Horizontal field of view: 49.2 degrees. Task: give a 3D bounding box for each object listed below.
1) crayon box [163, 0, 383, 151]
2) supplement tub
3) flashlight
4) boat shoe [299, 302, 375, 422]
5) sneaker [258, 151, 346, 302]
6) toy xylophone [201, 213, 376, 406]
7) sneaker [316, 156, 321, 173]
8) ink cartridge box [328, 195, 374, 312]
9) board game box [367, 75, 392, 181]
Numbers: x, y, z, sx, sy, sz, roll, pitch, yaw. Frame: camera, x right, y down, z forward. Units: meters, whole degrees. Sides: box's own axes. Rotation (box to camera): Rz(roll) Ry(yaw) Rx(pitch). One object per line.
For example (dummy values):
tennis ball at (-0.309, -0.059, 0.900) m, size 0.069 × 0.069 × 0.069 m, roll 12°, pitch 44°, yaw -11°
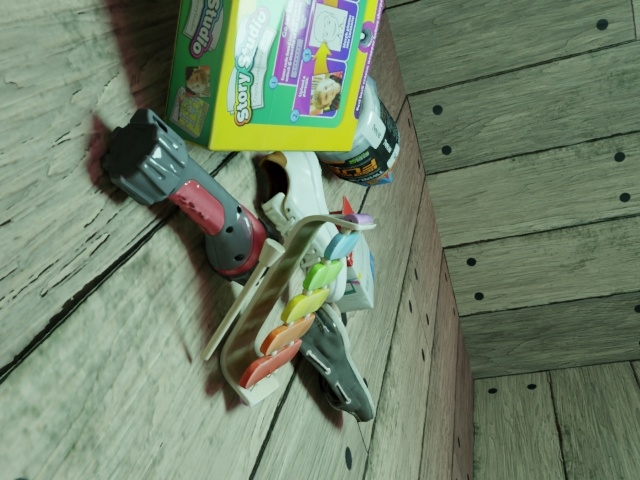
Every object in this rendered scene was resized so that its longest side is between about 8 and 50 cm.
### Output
crayon box at (-0.048, -0.311, 0.986) m, size 0.313 × 0.106 × 0.363 m, roll -8°, pitch 115°, yaw -51°
supplement tub at (0.070, -0.246, 1.591) m, size 0.316 × 0.194 × 0.193 m, roll 30°, pitch 52°, yaw -67°
flashlight at (-0.159, -0.036, 0.904) m, size 0.103 × 0.103 × 0.304 m, roll 56°, pitch 6°, yaw 33°
boat shoe at (0.019, 0.253, 1.341) m, size 0.112 × 0.095 × 0.335 m, roll 45°, pitch -19°, yaw 47°
sneaker at (-0.045, -0.022, 1.247) m, size 0.123 × 0.106 × 0.290 m, roll -9°, pitch 78°, yaw -38°
toy xylophone at (-0.049, 0.089, 0.978) m, size 0.322 × 0.081 × 0.236 m, roll -61°, pitch 167°, yaw 19°
sneaker at (-0.042, -0.144, 1.385) m, size 0.170 × 0.063 × 0.074 m, roll -67°, pitch 149°, yaw -53°
ink cartridge box at (0.047, 0.031, 1.449) m, size 0.231 × 0.078 × 0.134 m, roll 63°, pitch 24°, yaw -46°
board game box at (0.105, -0.314, 1.927) m, size 0.302 × 0.086 × 0.308 m, roll 1°, pitch 79°, yaw -73°
